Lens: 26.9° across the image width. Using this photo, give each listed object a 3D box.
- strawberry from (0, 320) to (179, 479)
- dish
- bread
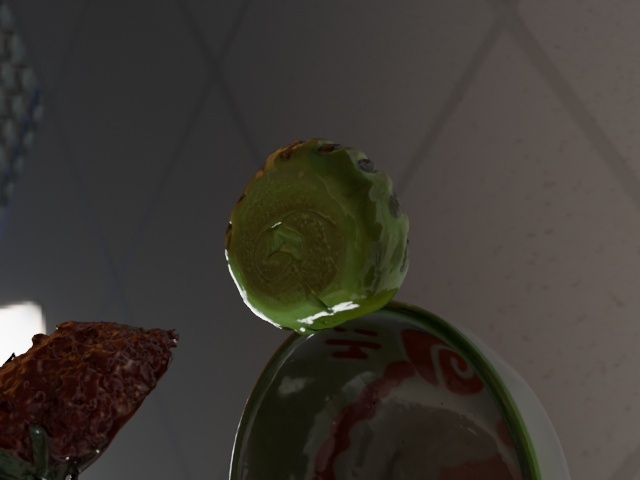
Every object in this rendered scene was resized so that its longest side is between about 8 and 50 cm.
[{"bbox_3d":[-0.180,0.110,0.894,0.085,0.192,0.140,49,-9,-8],"label":"strawberry"},{"bbox_3d":[0.077,0.207,0.995,0.324,0.124,0.324,-4,-96,48],"label":"dish"},{"bbox_3d":[0.000,0.000,0.891,0.139,0.071,0.130,-45,-113,34],"label":"bread"}]
